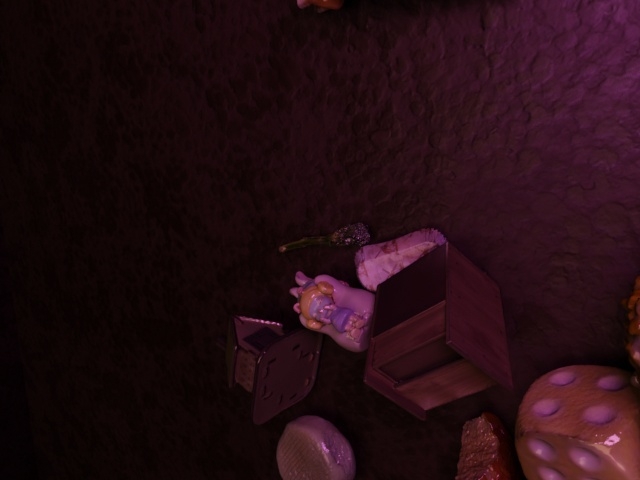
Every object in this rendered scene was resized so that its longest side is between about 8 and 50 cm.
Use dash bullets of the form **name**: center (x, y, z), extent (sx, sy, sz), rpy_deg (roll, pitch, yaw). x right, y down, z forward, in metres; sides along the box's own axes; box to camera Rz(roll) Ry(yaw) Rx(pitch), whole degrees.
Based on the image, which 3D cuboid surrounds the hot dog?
- **hot dog**: center (0.154, 0.043, 0.856), extent (0.191, 0.059, 0.108), rpy_deg (-19, 102, 31)

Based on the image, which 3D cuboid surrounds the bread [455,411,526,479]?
- **bread**: center (0.310, 0.404, 0.811), extent (0.125, 0.156, 0.086), rpy_deg (42, 132, -15)

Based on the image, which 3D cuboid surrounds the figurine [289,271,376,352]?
- **figurine**: center (0.005, 0.131, 0.928), extent (0.236, 0.155, 0.127), rpy_deg (22, 106, 29)

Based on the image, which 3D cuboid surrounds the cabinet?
- **cabinet**: center (0.193, 0.152, 0.744), extent (0.148, 0.215, 0.175), rpy_deg (39, 128, -16)

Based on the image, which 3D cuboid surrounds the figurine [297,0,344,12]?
- **figurine**: center (0.028, -0.493, 0.764), extent (0.102, 0.112, 0.194), rpy_deg (33, 125, 42)

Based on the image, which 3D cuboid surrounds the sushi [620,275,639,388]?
- **sushi**: center (0.562, 0.150, 0.500), extent (0.351, 0.240, 0.396), rpy_deg (-40, 78, 37)

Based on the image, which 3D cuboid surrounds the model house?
- **model house**: center (-0.163, 0.243, 1.061), extent (0.279, 0.205, 0.218), rpy_deg (27, 117, 34)

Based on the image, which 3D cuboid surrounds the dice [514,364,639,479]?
- **dice**: center (0.408, 0.300, 0.668), extent (0.166, 0.169, 0.169), rpy_deg (-15, 103, 52)

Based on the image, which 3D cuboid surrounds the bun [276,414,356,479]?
- **bun**: center (-0.005, 0.519, 1.078), extent (0.221, 0.108, 0.221), rpy_deg (11, 107, 40)

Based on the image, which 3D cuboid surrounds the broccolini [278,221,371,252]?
- **broccolini**: center (0.000, 0.000, 0.957), extent (0.239, 0.054, 0.051), rpy_deg (-8, 113, 38)
